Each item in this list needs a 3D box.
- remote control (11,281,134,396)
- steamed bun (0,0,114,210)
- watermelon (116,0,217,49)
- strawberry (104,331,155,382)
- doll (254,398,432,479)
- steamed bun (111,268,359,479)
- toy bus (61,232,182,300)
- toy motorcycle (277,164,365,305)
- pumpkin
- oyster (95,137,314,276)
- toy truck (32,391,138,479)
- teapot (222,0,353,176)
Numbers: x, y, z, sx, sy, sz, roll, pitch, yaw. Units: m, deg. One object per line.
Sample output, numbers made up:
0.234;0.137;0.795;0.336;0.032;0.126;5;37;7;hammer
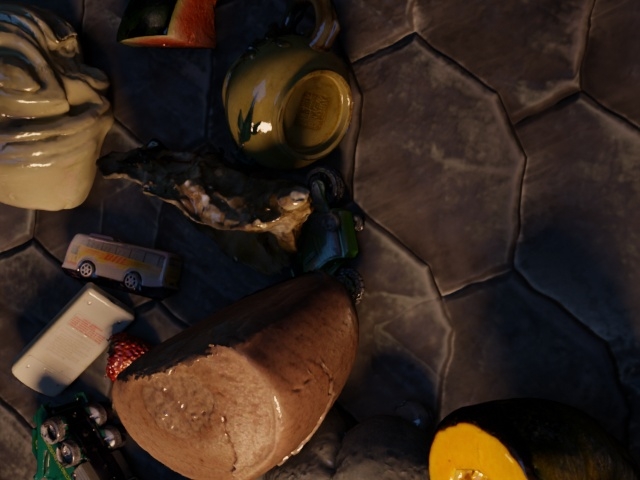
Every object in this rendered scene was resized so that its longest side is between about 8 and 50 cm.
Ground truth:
-0.357;0.145;1.702;0.087;0.029;0.190;37;109;-26;remote control
-0.443;-0.198;1.679;0.320;0.206;0.275;38;102;16;steamed bun
-0.201;-0.335;1.628;0.193;0.137;0.145;-166;82;-66;watermelon
-0.263;0.168;1.669;0.083;0.073;0.073;11;94;-10;strawberry
0.019;0.322;1.515;0.340;0.158;0.246;-26;47;36;doll
-0.084;0.182;1.481;0.301;0.251;0.199;-23;97;43;steamed bun
-0.280;0.035;1.681;0.172;0.057;0.072;12;84;23;toy bus
0.000;0.000;1.556;0.106;0.074;0.190;-16;82;31;toy motorcycle
0.275;0.317;1.321;0.242;0.232;0.325;8;110;62;pumpkin
-0.116;-0.042;1.533;0.396;0.204;0.111;18;71;42;oyster
-0.329;0.330;1.673;0.116;0.110;0.216;-43;74;30;toy truck
-0.055;-0.199;1.537;0.182;0.173;0.269;29;107;46;teapot
